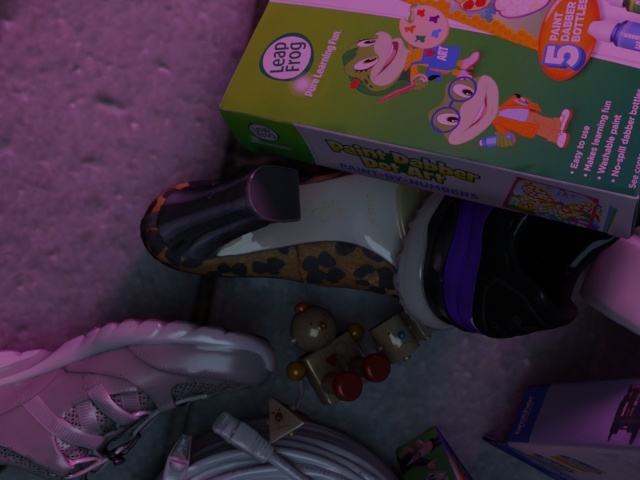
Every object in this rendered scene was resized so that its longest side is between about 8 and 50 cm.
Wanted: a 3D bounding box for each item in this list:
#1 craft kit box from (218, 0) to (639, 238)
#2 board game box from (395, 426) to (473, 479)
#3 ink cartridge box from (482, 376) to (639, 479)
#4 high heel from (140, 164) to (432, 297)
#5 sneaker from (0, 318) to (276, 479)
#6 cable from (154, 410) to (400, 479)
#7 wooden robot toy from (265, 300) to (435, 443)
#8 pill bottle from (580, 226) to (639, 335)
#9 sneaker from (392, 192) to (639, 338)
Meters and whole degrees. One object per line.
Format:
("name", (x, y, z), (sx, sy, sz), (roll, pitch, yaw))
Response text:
("craft kit box", (0.097, -0.148, 0.496), (0.246, 0.061, 0.250), (14, 71, 24))
("board game box", (0.172, 0.316, 0.613), (0.046, 0.213, 0.317), (-34, 101, 5))
("ink cartridge box", (0.261, 0.158, 0.561), (0.186, 0.311, 0.065), (27, 71, -7))
("high heel", (0.000, 0.000, 0.630), (0.261, 0.186, 0.093), (14, 73, -36))
("sneaker", (-0.164, 0.129, 0.609), (0.281, 0.105, 0.115), (-14, 76, 12))
("cable", (-0.038, 0.274, 0.662), (0.257, 0.089, 0.257), (27, 100, -8))
("wooden robot toy", (0.014, 0.075, 0.607), (0.173, 0.076, 0.079), (-31, 87, -23))
("pill bottle", (0.346, -0.095, 0.530), (0.224, 0.224, 0.392), (24, 99, -6))
("sneaker", (0.165, -0.068, 0.534), (0.102, 0.146, 0.293), (27, 79, -33))
